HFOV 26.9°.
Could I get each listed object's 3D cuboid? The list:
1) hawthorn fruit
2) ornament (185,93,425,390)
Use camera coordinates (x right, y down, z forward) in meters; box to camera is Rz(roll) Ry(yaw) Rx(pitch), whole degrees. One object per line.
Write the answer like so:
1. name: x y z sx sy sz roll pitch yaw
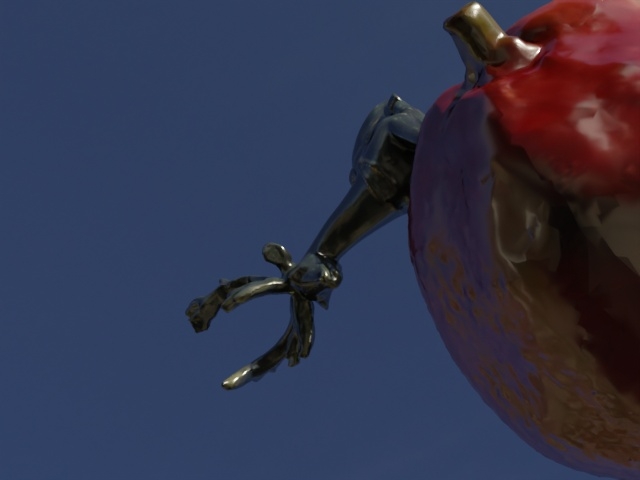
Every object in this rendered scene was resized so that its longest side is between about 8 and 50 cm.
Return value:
1. hawthorn fruit: 0.176 -0.019 0.780 0.265 0.265 0.307 -32 -74 11
2. ornament: 0.000 0.000 0.964 0.080 0.202 0.236 42 -86 -9
